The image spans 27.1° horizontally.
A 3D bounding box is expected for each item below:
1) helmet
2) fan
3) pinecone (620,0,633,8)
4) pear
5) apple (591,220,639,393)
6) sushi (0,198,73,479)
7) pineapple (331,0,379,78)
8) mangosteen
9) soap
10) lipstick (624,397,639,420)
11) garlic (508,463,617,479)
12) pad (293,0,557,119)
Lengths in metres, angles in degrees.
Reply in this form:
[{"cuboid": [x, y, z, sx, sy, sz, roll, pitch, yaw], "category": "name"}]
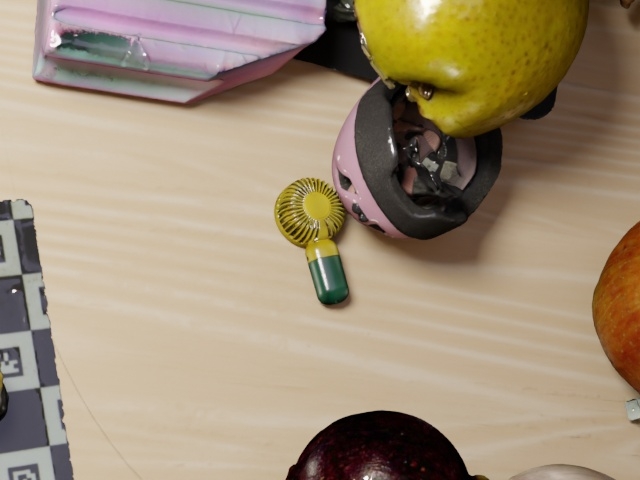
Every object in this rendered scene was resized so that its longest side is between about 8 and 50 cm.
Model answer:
[{"cuboid": [0.102, -0.103, 1.573, 0.198, 0.154, 0.253, 53, 31, -21], "category": "helmet"}, {"cuboid": [0.000, 0.000, 1.556, 0.082, 0.039, 0.155, -11, 78, -26], "category": "fan"}, {"cuboid": [0.488, -0.450, 1.762, 0.384, 0.384, 0.384, 7, 70, -21], "category": "pinecone"}, {"cuboid": [0.200, -0.314, 1.527, 0.340, 0.191, 0.386, 41, 45, -35], "category": "pear"}, {"cuboid": [0.499, 0.074, 1.615, 0.309, 0.250, 0.277, -9, 69, -26], "category": "apple"}, {"cuboid": [-0.434, 0.123, 1.316, 0.359, 0.064, 0.343, -6, 75, -24], "category": "sushi"}, {"cuboid": [0.045, -0.319, 1.624, 0.125, 0.125, 0.251, -34, 85, -29], "category": "pineapple"}, {"cuboid": [0.088, 0.294, 1.383, 0.265, 0.228, 0.228, 15, 67, -8], "category": "mangosteen"}, {"cuboid": [-0.159, -0.262, 1.536, 0.324, 0.109, 0.193, 6, 71, -19], "category": "soap"}, {"cuboid": [0.433, 0.208, 1.676, 0.107, 0.025, 0.025, -2, 74, -30], "category": "lipstick"}, {"cuboid": [0.276, 0.379, 1.505, 0.237, 0.210, 0.292, -41, 96, 6], "category": "garlic"}, {"cuboid": [0.135, -0.317, 1.733, 0.375, 0.063, 0.315, 15, 68, -6], "category": "pad"}]
